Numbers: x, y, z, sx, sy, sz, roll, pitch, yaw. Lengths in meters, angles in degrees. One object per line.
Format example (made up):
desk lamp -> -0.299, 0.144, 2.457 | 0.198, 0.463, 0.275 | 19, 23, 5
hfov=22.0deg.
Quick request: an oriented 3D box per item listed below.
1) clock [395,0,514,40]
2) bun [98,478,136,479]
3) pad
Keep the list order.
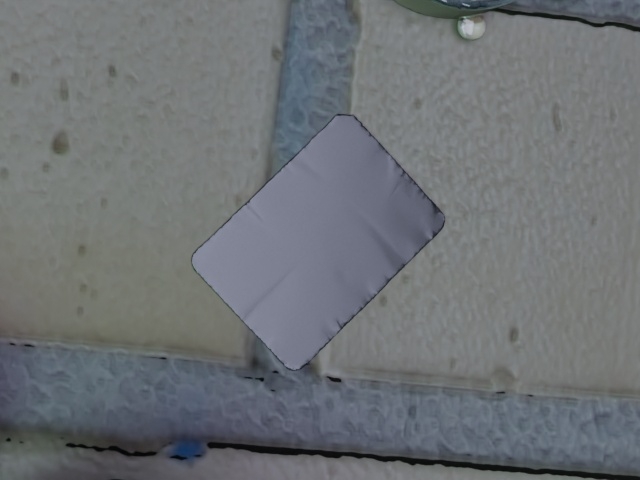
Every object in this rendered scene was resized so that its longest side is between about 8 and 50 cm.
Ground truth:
clock -> 0.096, -0.230, 1.140 | 0.229, 0.063, 0.155 | 25, 84, -11
bun -> -0.146, 0.308, 0.944 | 0.362, 0.362, 0.211 | -49, 117, -9
pad -> 0.000, 0.000, 1.147 | 0.157, 0.003, 0.112 | -44, 100, -9
